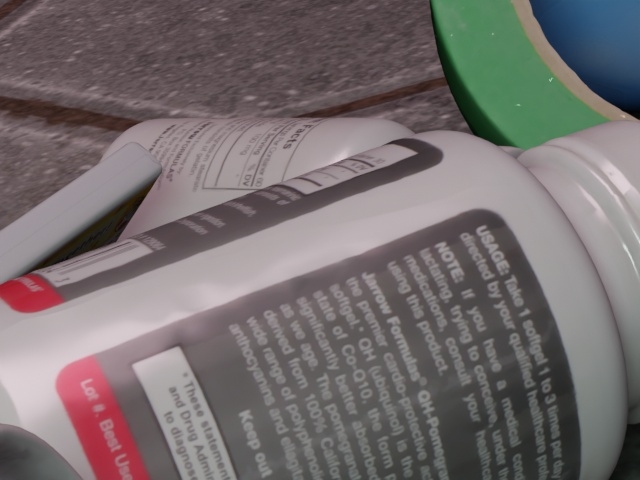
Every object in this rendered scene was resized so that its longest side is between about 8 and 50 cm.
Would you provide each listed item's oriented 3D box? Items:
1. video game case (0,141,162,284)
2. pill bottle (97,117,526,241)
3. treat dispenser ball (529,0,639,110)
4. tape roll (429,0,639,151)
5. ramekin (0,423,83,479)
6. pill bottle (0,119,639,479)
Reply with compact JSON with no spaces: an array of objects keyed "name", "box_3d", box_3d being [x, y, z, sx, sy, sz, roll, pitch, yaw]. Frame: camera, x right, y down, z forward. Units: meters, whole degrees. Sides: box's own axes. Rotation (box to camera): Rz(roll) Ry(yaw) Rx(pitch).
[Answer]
[{"name":"video game case","box_3d":[-0.184,0.067,0.868,0.206,0.026,0.227,-52,-7,38]},{"name":"pill bottle","box_3d":[0.000,0.000,0.974,0.229,0.131,0.131,2,26,32]},{"name":"treat dispenser ball","box_3d":[0.211,-0.229,1.213,0.288,0.288,0.288,-10,22,4]},{"name":"tape roll","box_3d":[0.218,-0.150,1.003,0.321,0.321,0.077,-11,-15,2]},{"name":"ramekin","box_3d":[-0.115,0.167,0.543,0.109,0.207,0.207,-19,21,8]},{"name":"pill bottle","box_3d":[0.014,0.058,0.766,0.318,0.176,0.176,-21,23,-20]}]
